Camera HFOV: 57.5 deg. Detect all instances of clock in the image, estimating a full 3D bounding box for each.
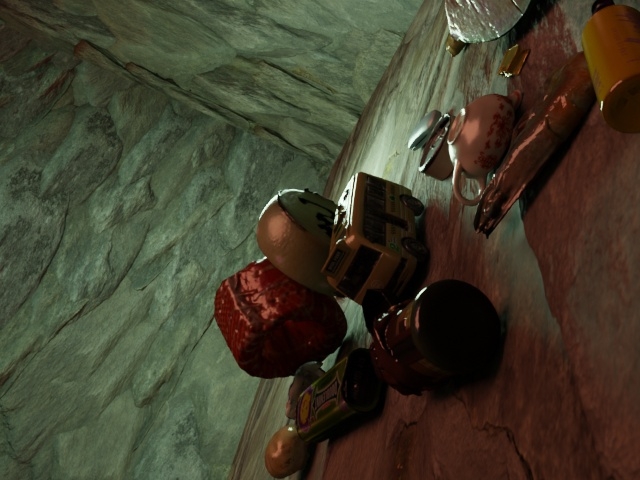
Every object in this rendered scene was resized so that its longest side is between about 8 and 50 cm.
[{"bbox_3d":[0.289,-0.223,1.380,0.229,0.063,0.155,130,161,-64],"label":"clock"}]

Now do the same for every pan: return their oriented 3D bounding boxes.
[{"bbox_3d":[0.130,0.182,1.218,0.128,0.048,0.202,58,148,34],"label":"pan"}]

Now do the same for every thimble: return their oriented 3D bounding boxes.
[{"bbox_3d":[-0.113,0.218,1.634,0.230,0.350,0.350,59,135,37],"label":"thimble"}]

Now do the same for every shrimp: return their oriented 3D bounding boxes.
[{"bbox_3d":[0.325,-0.151,0.912,0.316,0.062,0.164,-61,4,15],"label":"shrimp"}]

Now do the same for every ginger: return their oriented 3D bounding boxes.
[{"bbox_3d":[0.415,-0.626,1.691,0.190,0.069,0.095,-68,-18,0],"label":"ginger"}]

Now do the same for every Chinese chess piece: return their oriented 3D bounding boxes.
[{"bbox_3d":[0.000,0.000,1.581,0.146,0.349,0.349,-60,9,22],"label":"Chinese chess piece"}]

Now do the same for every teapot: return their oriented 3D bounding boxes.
[{"bbox_3d":[0.297,-0.183,1.089,0.159,0.116,0.245,-170,98,-72],"label":"teapot"}]

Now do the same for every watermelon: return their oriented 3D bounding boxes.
[{"bbox_3d":[0.408,-0.597,1.224,0.222,0.319,0.292,-40,40,-19],"label":"watermelon"}]

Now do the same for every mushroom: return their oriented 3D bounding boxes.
[{"bbox_3d":[-0.082,0.547,1.511,0.148,0.112,0.148,-62,7,15],"label":"mushroom"}]

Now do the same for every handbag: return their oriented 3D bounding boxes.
[{"bbox_3d":[0.394,-0.366,1.199,0.083,0.027,0.061,-94,27,-81],"label":"handbag"}]

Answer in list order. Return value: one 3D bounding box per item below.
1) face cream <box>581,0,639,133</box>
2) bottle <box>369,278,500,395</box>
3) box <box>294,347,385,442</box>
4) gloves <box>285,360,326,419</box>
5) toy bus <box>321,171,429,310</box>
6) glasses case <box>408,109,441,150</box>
[{"bbox_3d":[0.374,-0.238,0.730,0.273,0.078,0.078,-74,10,-45],"label":"face cream"},{"bbox_3d":[0.151,0.153,0.900,0.271,0.143,0.156,124,167,-64],"label":"bottle"},{"bbox_3d":[0.034,0.350,1.287,0.345,0.097,0.134,125,155,-57],"label":"box"},{"bbox_3d":[-0.042,0.415,1.645,0.097,0.119,0.229,59,135,33],"label":"gloves"},{"bbox_3d":[0.123,-0.005,1.370,0.365,0.202,0.176,-80,15,-58],"label":"toy bus"},{"bbox_3d":[0.297,-0.313,1.670,0.178,0.045,0.067,136,156,-71],"label":"glasses case"}]
